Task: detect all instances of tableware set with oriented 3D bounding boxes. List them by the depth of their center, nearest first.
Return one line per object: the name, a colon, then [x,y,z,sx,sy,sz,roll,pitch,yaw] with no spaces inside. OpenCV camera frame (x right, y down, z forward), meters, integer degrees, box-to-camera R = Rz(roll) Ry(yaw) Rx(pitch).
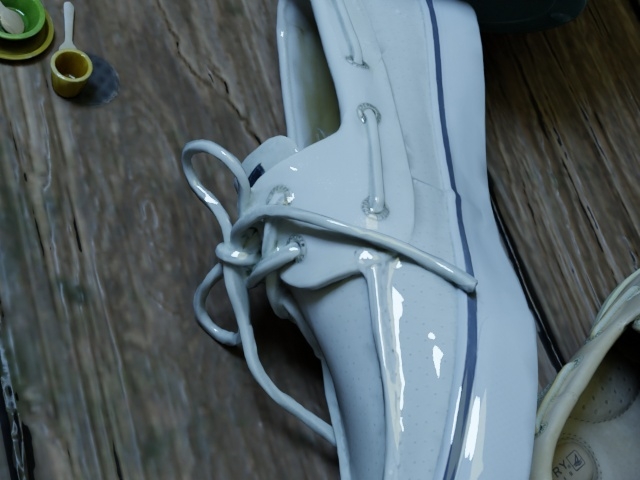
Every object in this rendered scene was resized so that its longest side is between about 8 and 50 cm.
tableware set: [-0.200,-0.101,0.533,0.154,0.024,0.104,2,62,-22]

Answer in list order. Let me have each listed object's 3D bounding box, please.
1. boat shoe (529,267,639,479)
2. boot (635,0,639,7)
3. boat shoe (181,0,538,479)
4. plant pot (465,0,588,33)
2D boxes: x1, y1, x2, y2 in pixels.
boat shoe: [0.193,0.074,0.554,0.302,0.098,0.109,-31,77,-33]
boot: [0.262,-0.212,0.757,0.219,0.082,0.106,21,54,-13]
boat shoe: [0.003,-0.006,0.498,0.156,0.136,0.367,12,55,-16]
plant pot: [0.095,-0.246,0.610,0.293,0.293,0.196,16,84,-14]
